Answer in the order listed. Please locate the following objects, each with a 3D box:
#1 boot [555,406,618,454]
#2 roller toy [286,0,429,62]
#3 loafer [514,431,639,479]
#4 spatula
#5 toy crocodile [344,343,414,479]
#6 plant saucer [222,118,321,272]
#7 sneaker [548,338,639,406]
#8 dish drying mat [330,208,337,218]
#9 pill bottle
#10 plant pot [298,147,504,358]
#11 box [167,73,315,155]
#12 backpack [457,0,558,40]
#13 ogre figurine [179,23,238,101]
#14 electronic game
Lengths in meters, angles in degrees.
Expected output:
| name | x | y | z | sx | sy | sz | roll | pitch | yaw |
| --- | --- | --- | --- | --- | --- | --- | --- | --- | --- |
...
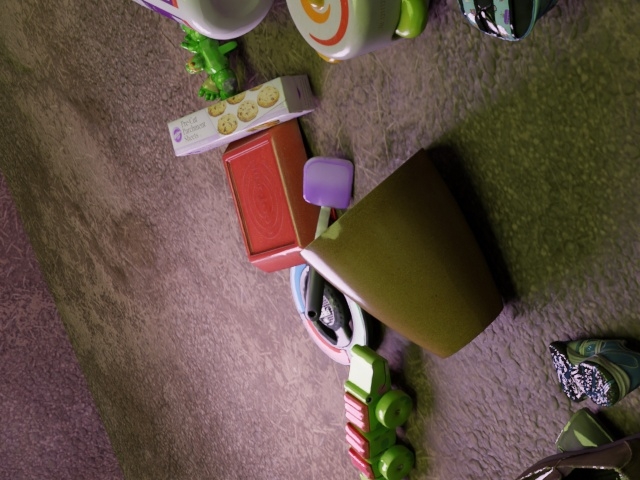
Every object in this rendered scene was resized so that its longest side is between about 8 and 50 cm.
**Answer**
| name | x | y | z | sx | sy | sz | roll | pitch | yaw |
| --- | --- | --- | --- | --- | --- | --- | --- | --- | --- |
| boot | 0.403 | 0.359 | 1.745 | 0.208 | 0.076 | 0.190 | 37 | 126 | 31 |
| roller toy | 0.041 | -0.352 | 1.742 | 0.209 | 0.146 | 0.191 | -5 | 106 | 60 |
| loafer | 0.328 | 0.345 | 1.679 | 0.366 | 0.130 | 0.134 | -43 | 66 | 46 |
| spatula | 0.000 | 0.000 | 2.104 | 0.084 | 0.030 | 0.296 | 10 | 109 | 9 |
| toy crocodile | 0.089 | 0.327 | 2.201 | 0.115 | 0.105 | 0.340 | 35 | 142 | 42 |
| plant saucer | -0.090 | -0.075 | 2.231 | 0.259 | 0.047 | 0.258 | -15 | 89 | 61 |
| sneaker | 0.368 | 0.169 | 1.667 | 0.211 | 0.081 | 0.080 | -157 | 46 | -74 |
| dish drying mat | 0.007 | -0.076 | 2.146 | 0.032 | 0.008 | 0.083 | 9 | 118 | 58 |
| pill bottle | -0.225 | -0.453 | 2.072 | 0.323 | 0.181 | 0.181 | 32 | 137 | 45 |
| plant pot | 0.140 | 0.036 | 1.823 | 0.254 | 0.237 | 0.237 | 48 | 150 | 1 |
| box | -0.139 | -0.211 | 2.153 | 0.324 | 0.063 | 0.067 | -13 | 90 | 48 |
| backpack | 0.228 | -0.329 | 1.479 | 0.158 | 0.117 | 0.173 | 29 | 134 | 47 |
| ogre figurine | -0.192 | -0.320 | 2.216 | 0.118 | 0.097 | 0.197 | 161 | 101 | -79 |
| electronic game | 0.018 | 0.115 | 2.229 | 0.229 | 0.048 | 0.229 | 38 | 140 | 40 |
